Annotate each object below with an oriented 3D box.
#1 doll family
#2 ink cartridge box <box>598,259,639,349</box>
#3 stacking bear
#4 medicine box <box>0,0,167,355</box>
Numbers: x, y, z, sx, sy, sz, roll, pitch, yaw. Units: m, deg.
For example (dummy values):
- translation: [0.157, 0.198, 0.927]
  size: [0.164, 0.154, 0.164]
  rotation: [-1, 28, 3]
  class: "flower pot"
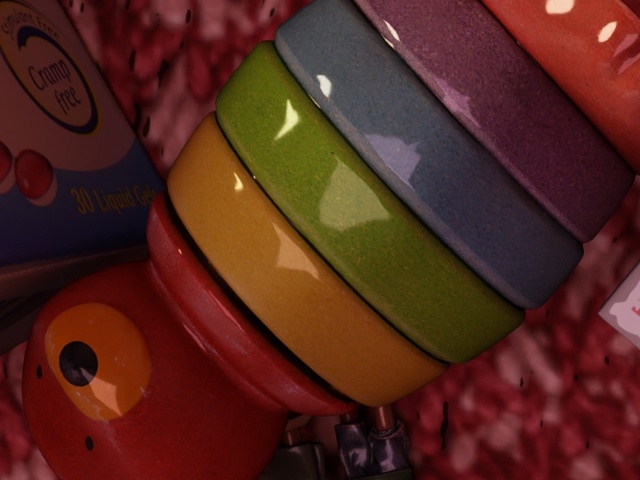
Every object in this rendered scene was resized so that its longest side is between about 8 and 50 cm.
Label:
- translation: [-0.037, 0.135, 0.773]
  size: [0.193, 0.076, 0.111]
  rotation: [-9, 96, 24]
  class: "doll family"
- translation: [0.193, 0.008, 0.689]
  size: [0.099, 0.056, 0.135]
  rotation: [40, 105, 11]
  class: "ink cartridge box"
- translation: [0.000, 0.000, 0.679]
  size: [0.289, 0.164, 0.175]
  rotation: [-42, 70, 8]
  class: "stacking bear"
- translation: [-0.229, -0.080, 0.715]
  size: [0.149, 0.263, 0.289]
  rotation: [-32, 85, 18]
  class: "medicine box"
